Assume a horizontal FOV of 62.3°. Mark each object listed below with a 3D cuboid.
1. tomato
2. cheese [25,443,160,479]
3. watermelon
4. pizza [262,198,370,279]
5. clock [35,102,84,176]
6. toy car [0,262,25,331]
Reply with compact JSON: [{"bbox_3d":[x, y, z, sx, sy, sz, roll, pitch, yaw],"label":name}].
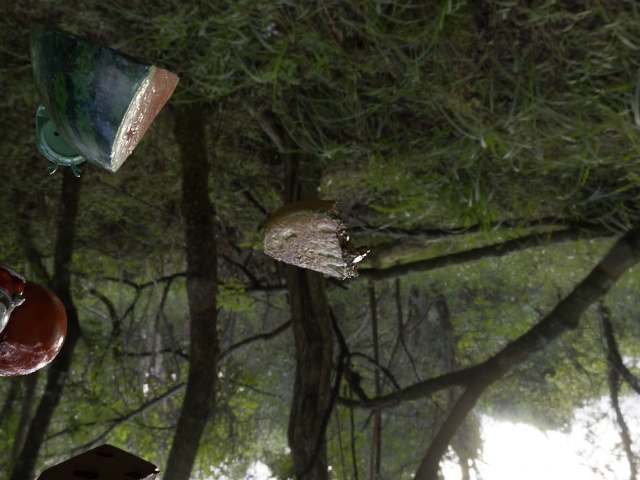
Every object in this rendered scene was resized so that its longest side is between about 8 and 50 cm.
[{"bbox_3d":[-0.811,0.234,1.417,0.256,0.255,0.224,-5,163,34],"label":"tomato"},{"bbox_3d":[-0.361,0.439,0.807,0.128,0.177,0.203,15,180,14],"label":"cheese"},{"bbox_3d":[-0.388,-0.276,1.052,0.293,0.283,0.250,-16,-135,-28],"label":"watermelon"},{"bbox_3d":[0.000,0.000,1.136,0.289,0.229,0.081,-32,-157,53],"label":"pizza"},{"bbox_3d":[-0.747,-0.295,1.561,0.159,0.210,0.066,1,177,-34],"label":"clock"},{"bbox_3d":[-0.538,0.112,0.831,0.112,0.139,0.112,28,-169,-43],"label":"toy car"}]
